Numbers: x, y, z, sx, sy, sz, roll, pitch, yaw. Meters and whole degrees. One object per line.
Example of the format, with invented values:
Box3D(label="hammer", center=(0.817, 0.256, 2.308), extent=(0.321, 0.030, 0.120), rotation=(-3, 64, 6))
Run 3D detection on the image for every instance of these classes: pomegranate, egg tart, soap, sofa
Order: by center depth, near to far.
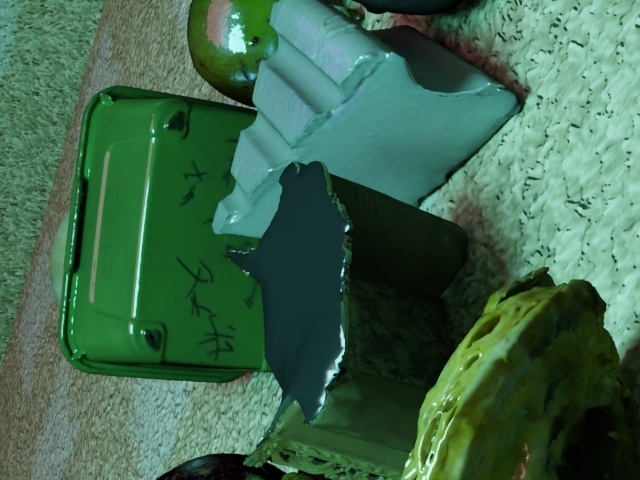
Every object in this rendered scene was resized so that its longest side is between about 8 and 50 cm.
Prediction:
Box3D(label="egg tart", center=(0.134, 0.166, 0.914), extent=(0.297, 0.132, 0.297), rotation=(-51, -27, -39))
Box3D(label="sofa", center=(0.053, 0.069, 1.190), extent=(0.182, 0.200, 0.258), rotation=(-48, 34, 35))
Box3D(label="soap", center=(0.028, -0.071, 1.348), extent=(0.302, 0.159, 0.258), rotation=(-128, 55, -66))
Box3D(label="pomegranate", center=(-0.047, -0.238, 1.660), extent=(0.209, 0.180, 0.180), rotation=(5, 82, 31))

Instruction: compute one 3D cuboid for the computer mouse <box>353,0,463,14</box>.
Box3D(label="computer mouse", center=(0.081, -0.253, 1.320), extent=(0.264, 0.147, 0.088), rotation=(160, 123, -68))

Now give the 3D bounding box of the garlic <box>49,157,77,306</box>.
Box3D(label="garlic", center=(-0.231, -0.019, 1.879), extent=(0.286, 0.249, 0.313), rotation=(-57, -8, 5))

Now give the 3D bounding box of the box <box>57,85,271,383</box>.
Box3D(label="box", center=(-0.140, -0.005, 1.630), extent=(0.178, 0.252, 0.329), rotation=(-3, 82, 61))

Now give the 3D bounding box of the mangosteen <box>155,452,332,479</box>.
Box3D(label="mangosteen", center=(-0.052, 0.288, 1.336), extent=(0.265, 0.228, 0.228), rotation=(-34, 32, 7))
